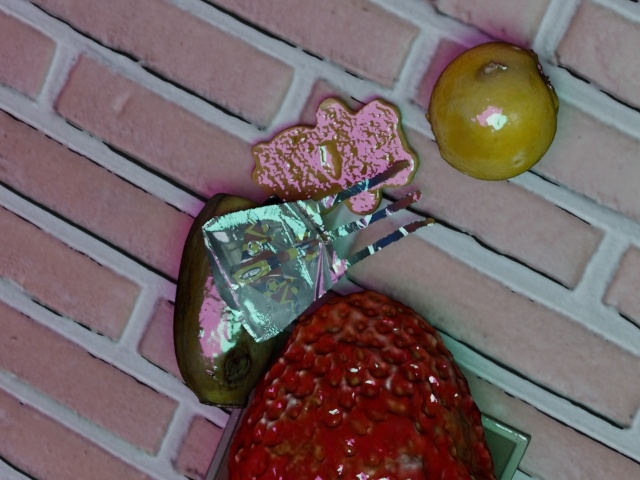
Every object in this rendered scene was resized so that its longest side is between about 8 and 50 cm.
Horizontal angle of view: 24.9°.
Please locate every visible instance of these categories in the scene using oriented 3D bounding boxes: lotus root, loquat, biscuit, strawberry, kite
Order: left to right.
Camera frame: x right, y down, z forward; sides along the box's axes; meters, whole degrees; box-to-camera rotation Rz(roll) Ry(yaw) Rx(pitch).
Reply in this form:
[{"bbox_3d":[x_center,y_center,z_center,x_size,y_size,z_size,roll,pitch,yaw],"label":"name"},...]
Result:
[{"bbox_3d":[-0.099,0.064,1.583,0.123,0.124,0.241,11,87,3],"label":"lotus root"},{"bbox_3d":[0.000,0.000,1.533,0.245,0.015,0.141,-26,94,-8],"label":"kite"},{"bbox_3d":[0.017,-0.084,1.588,0.184,0.027,0.133,-32,92,20],"label":"biscuit"},{"bbox_3d":[0.046,0.242,1.513,0.291,0.310,0.292,5,128,6],"label":"strawberry"},{"bbox_3d":[0.175,-0.132,1.482,0.141,0.141,0.141,3,100,15],"label":"loquat"}]

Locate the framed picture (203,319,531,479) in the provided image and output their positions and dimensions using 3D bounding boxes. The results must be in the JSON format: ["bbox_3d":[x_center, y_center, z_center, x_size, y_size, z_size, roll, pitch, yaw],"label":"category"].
[{"bbox_3d":[0.046,0.252,1.639,0.324,0.020,0.241,24,104,10],"label":"framed picture"}]
